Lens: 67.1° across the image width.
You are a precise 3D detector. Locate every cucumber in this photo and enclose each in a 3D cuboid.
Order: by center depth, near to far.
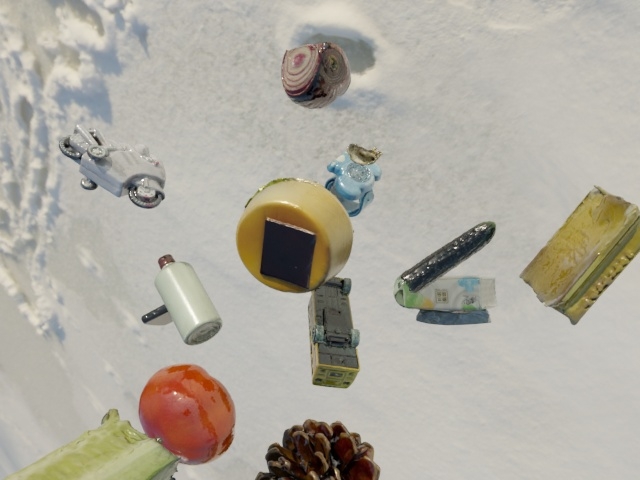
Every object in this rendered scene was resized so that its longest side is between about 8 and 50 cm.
[{"bbox_3d":[-0.284,0.283,0.445,0.145,0.325,0.105,19,102,22],"label":"cucumber"},{"bbox_3d":[0.263,0.029,0.978,0.214,0.058,0.052,-38,55,16],"label":"cucumber"}]

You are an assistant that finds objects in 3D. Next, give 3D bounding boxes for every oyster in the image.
[{"bbox_3d":[0.120,-0.245,1.340,0.080,0.038,0.083,-39,93,10],"label":"oyster"}]

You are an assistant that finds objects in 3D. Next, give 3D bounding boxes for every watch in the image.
[{"bbox_3d":[0.102,-0.192,1.751,0.211,0.211,0.193,42,143,11],"label":"watch"}]

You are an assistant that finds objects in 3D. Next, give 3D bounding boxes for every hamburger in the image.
[{"bbox_3d":[-0.064,-0.016,1.190,0.300,0.176,0.300,10,119,18],"label":"hamburger"}]

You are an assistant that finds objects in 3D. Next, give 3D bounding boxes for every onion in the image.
[{"bbox_3d":[-0.009,-0.562,1.697,0.216,0.206,0.207,13,94,44],"label":"onion"}]

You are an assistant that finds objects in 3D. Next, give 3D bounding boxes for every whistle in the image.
[{"bbox_3d":[0.295,0.171,1.611,0.092,0.244,0.110,42,103,-8],"label":"whistle"}]

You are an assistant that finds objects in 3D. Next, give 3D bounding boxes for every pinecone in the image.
[{"bbox_3d":[-0.031,0.707,1.376,0.384,0.384,0.384,21,128,29],"label":"pinecone"}]

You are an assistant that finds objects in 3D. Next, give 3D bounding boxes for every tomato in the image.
[{"bbox_3d":[-0.326,0.427,1.172,0.259,0.180,0.260,14,117,30],"label":"tomato"}]

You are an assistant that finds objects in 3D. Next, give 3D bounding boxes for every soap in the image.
[{"bbox_3d":[0.487,0.024,0.893,0.076,0.135,0.233,26,110,-13],"label":"soap"}]

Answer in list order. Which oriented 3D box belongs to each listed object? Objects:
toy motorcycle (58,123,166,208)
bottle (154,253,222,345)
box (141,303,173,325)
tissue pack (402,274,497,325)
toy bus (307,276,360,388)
[{"bbox_3d":[-0.462,-0.178,1.129,0.260,0.171,0.110,35,129,-2],"label":"toy motorcycle"},{"bbox_3d":[-0.338,0.133,1.193,0.245,0.104,0.104,52,139,27],"label":"bottle"},{"bbox_3d":[-0.411,0.196,1.319,0.125,0.126,0.027,-27,74,4],"label":"box"},{"bbox_3d":[0.376,0.175,1.399,0.229,0.159,0.145,-5,84,35],"label":"tissue pack"},{"bbox_3d":[0.027,0.231,1.305,0.121,0.335,0.123,8,125,-11],"label":"toy bus"}]
